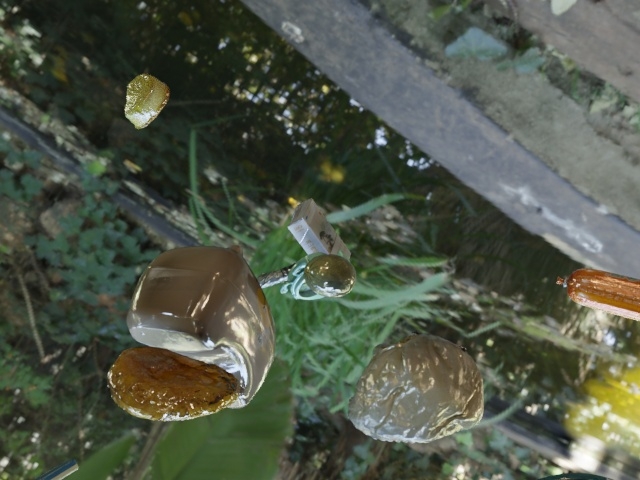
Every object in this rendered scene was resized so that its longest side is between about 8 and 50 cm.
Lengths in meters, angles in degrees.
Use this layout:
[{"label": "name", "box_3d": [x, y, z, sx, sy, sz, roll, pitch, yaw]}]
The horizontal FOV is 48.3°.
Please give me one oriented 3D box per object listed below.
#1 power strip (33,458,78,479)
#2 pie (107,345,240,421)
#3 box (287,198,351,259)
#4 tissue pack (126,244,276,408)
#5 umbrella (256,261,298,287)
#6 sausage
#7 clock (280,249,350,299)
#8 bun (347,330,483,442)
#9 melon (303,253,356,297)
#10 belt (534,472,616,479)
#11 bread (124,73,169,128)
[{"label": "power strip", "box_3d": [-0.724, 0.639, 1.938, 0.056, 0.123, 0.032, -26, 90, 44]}, {"label": "pie", "box_3d": [-0.274, 0.267, 1.355, 0.273, 0.069, 0.273, 13, -168, -3]}, {"label": "box", "box_3d": [-0.001, -0.001, 2.232, 0.233, 0.067, 0.149, 54, -157, -18]}, {"label": "tissue pack", "box_3d": [-0.261, 0.190, 1.682, 0.267, 0.277, 0.387, 1, 138, 20]}, {"label": "umbrella", "box_3d": [-0.137, 0.113, 2.227, 0.050, 0.188, 0.046, -117, 6, -63]}, {"label": "sausage", "box_3d": [0.685, 0.126, 1.589, 0.312, 0.093, 0.093, 15, 163, 18]}, {"label": "clock", "box_3d": [-0.019, 0.090, 1.880, 0.189, 0.148, 0.060, 1, -134, -47]}, {"label": "bun", "box_3d": [0.194, 0.289, 1.440, 0.282, 0.204, 0.281, -3, 178, 0]}, {"label": "melon", "box_3d": [0.021, 0.080, 1.605, 0.131, 0.098, 0.098, 7, -179, -35]}, {"label": "belt", "box_3d": [0.398, 0.596, 1.227, 0.300, 0.437, 0.173, 50, 168, 48]}, {"label": "bread", "box_3d": [-0.490, -0.403, 2.028, 0.125, 0.156, 0.086, -21, 142, 29]}]
